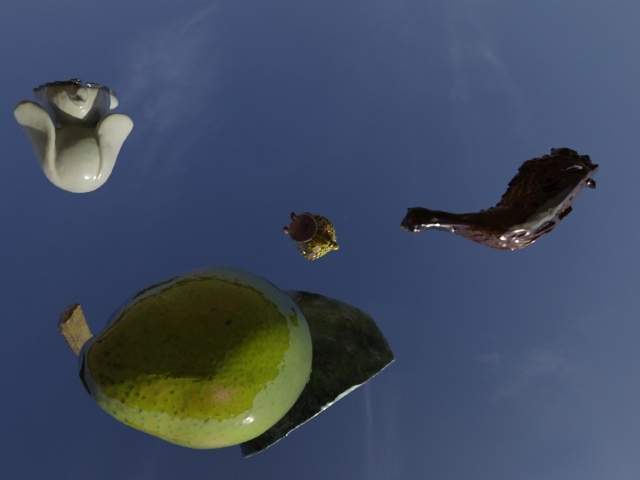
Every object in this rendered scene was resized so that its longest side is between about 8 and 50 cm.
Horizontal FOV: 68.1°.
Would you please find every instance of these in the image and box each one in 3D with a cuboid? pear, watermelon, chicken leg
[{"bbox_3d":[-0.120,0.112,0.468,0.219,0.187,0.188,5,-127,-36],"label":"pear"},{"bbox_3d":[-0.060,0.217,0.862,0.319,0.214,0.289,-40,-119,-21],"label":"watermelon"},{"bbox_3d":[0.347,-0.057,0.881,0.406,0.096,0.158,-18,-79,-9],"label":"chicken leg"}]

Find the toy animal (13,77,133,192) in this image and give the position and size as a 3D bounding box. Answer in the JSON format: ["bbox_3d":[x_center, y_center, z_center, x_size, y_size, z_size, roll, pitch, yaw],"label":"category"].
[{"bbox_3d":[-0.613,-0.278,1.218,0.248,0.174,0.290,-25,-77,-19],"label":"toy animal"}]

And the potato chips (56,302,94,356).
[{"bbox_3d":[-0.574,0.281,1.199,0.080,0.407,0.057,14,-129,13],"label":"potato chips"}]

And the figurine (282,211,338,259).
[{"bbox_3d":[0.000,0.000,0.992,0.114,0.156,0.095,32,-97,20],"label":"figurine"}]
